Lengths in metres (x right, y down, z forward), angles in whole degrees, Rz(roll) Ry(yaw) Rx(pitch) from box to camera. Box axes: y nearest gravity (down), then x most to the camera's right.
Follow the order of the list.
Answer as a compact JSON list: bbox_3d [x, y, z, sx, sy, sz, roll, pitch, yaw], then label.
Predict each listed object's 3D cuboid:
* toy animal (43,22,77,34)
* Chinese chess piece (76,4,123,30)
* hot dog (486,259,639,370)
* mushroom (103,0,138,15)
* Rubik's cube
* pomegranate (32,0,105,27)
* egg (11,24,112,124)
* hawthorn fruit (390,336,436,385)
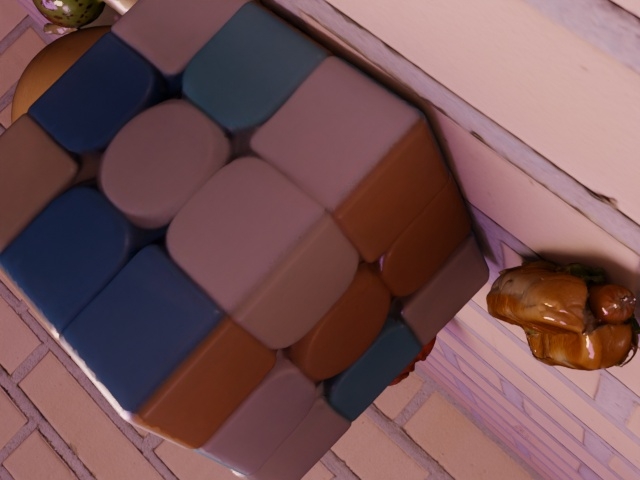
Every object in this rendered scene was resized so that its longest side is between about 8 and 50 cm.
[{"bbox_3d":[-0.529,-0.469,1.982,0.218,0.103,0.101,45,156,5],"label":"toy animal"},{"bbox_3d":[-0.361,-0.352,1.656,0.188,0.083,0.188,43,171,8],"label":"Chinese chess piece"},{"bbox_3d":[0.209,0.064,0.774,0.109,0.072,0.269,41,176,2],"label":"hot dog"},{"bbox_3d":[-0.238,-0.313,1.241,0.202,0.054,0.059,39,-178,-19],"label":"mushroom"},{"bbox_3d":[-0.085,-0.005,0.912,0.346,0.347,0.344,39,172,32],"label":"Rubik's cube"},{"bbox_3d":[-0.368,-0.372,1.328,0.130,0.130,0.130,43,175,5],"label":"pomegranate"},{"bbox_3d":[-0.297,-0.173,1.388,0.374,0.301,0.301,20,167,18],"label":"egg"},{"bbox_3d":[0.079,0.130,1.564,0.253,0.205,0.205,44,175,8],"label":"hawthorn fruit"}]
